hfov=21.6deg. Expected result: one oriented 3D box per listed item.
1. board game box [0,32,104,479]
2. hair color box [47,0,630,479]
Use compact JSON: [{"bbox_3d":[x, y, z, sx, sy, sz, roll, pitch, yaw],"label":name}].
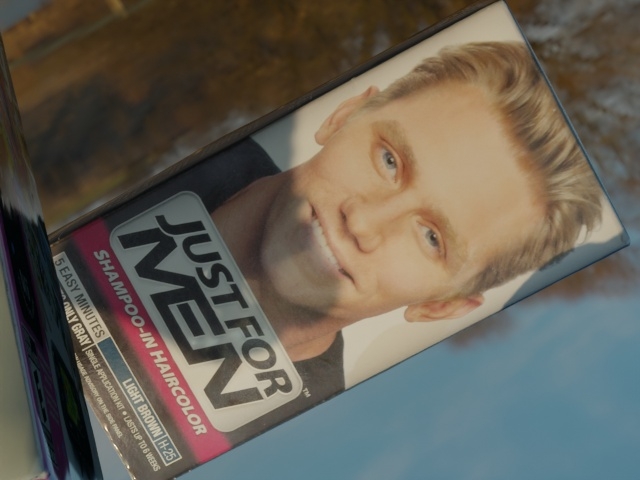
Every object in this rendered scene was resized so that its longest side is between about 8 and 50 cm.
[{"bbox_3d":[-0.154,-0.041,0.573,0.097,0.303,0.224,-14,166,-7],"label":"board game box"},{"bbox_3d":[0.000,0.000,1.067,0.347,0.174,0.105,-28,-173,7],"label":"hair color box"}]
